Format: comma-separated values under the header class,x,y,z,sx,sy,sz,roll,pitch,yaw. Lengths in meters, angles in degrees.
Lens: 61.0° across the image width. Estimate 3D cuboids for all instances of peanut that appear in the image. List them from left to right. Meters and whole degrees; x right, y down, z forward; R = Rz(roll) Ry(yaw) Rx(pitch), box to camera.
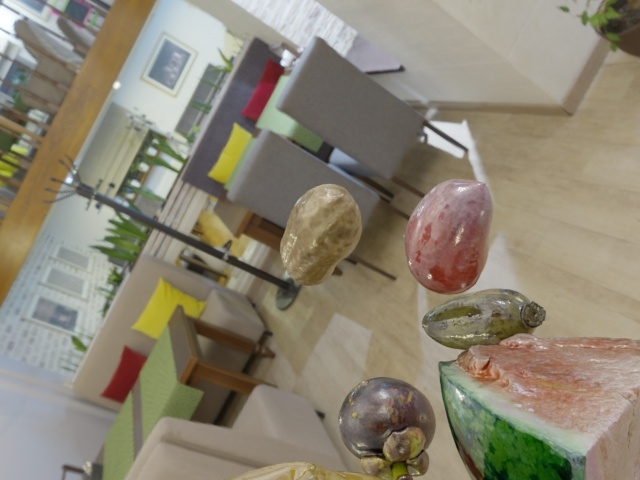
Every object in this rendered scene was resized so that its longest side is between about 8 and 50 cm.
class,x,y,z,sx,sy,sz,roll,pitch,yaw
peanut,0.000,0.000,0.771,0.095,0.108,0.226,60,153,18

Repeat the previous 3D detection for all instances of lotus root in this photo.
class,x,y,z,sx,sy,sz,roll,pitch,yaw
lotus root,0.221,0.112,0.747,0.179,0.089,0.081,-17,90,46

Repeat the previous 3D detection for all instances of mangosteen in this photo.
class,x,y,z,sx,sy,sz,roll,pitch,yaw
mangosteen,0.130,0.375,1.038,0.192,0.192,0.217,-46,31,34

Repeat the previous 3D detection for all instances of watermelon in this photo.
class,x,y,z,sx,sy,sz,roll,pitch,yaw
watermelon,0.249,0.232,0.592,0.222,0.319,0.293,7,114,42

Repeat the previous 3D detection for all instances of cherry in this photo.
class,x,y,z,sx,sy,sz,roll,pitch,yaw
cherry,0.132,-0.007,0.569,0.106,0.086,0.127,-89,-6,-64

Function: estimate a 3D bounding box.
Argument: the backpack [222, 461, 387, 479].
class,x,y,z,sx,sy,sz,roll,pitch,yaw
backpack,0.010,0.399,0.490,0.201,0.353,0.379,-137,58,-75
